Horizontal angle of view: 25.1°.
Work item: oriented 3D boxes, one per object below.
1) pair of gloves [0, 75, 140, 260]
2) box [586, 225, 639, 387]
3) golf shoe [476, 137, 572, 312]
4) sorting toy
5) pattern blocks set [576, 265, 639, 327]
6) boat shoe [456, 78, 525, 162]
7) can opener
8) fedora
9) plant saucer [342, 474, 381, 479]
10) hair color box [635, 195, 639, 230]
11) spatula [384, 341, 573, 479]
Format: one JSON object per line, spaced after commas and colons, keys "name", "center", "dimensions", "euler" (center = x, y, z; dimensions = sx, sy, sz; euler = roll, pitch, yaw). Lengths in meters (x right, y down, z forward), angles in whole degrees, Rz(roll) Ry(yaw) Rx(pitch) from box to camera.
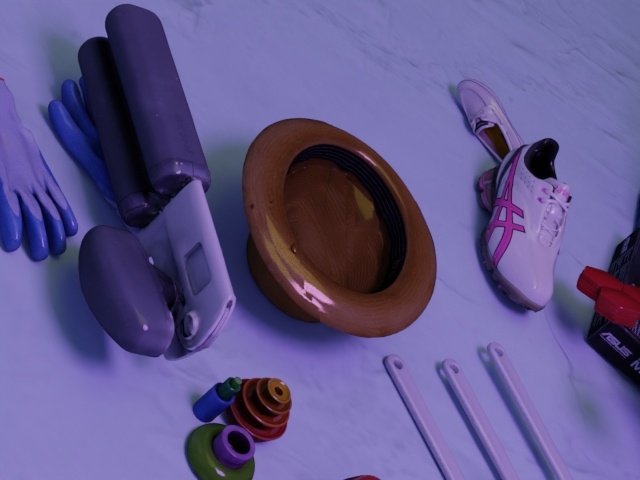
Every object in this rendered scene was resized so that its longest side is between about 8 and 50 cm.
{"name": "pair of gloves", "center": [-0.180, -0.055, 1.017], "dimensions": [0.198, 0.023, 0.159], "euler": [0, 55, -47]}
{"name": "box", "center": [0.352, 0.097, 1.398], "dimensions": [0.184, 0.045, 0.191], "euler": [44, 34, -5]}
{"name": "golf shoe", "center": [0.191, -0.020, 1.313], "dimensions": [0.067, 0.086, 0.186], "euler": [27, 40, -27]}
{"name": "sorting toy", "center": [-0.050, 0.119, 0.958], "dimensions": [0.061, 0.042, 0.102], "euler": [42, 35, -5]}
{"name": "pattern blocks set", "center": [0.388, 0.131, 1.235], "dimensions": [0.285, 0.026, 0.325], "euler": [12, 24, -26]}
{"name": "boat shoe", "center": [0.165, -0.118, 1.430], "dimensions": [0.100, 0.035, 0.035], "euler": [58, 33, 6]}
{"name": "can opener", "center": [-0.128, -0.047, 0.980], "dimensions": [0.095, 0.076, 0.283], "euler": [12, 47, -42]}
{"name": "fedora", "center": [0.000, 0.000, 1.099], "dimensions": [0.194, 0.079, 0.194], "euler": [24, 46, -28]}
{"name": "plant saucer", "center": [0.035, 0.243, 0.844], "dimensions": [0.258, 0.048, 0.259], "euler": [40, 29, 27]}
{"name": "hair color box", "center": [0.506, -0.077, 1.466], "dimensions": [0.174, 0.347, 0.105], "euler": [39, 35, -11]}
{"name": "spatula", "center": [0.149, 0.188, 1.122], "dimensions": [0.168, 0.019, 0.242], "euler": [-4, 57, -42]}
